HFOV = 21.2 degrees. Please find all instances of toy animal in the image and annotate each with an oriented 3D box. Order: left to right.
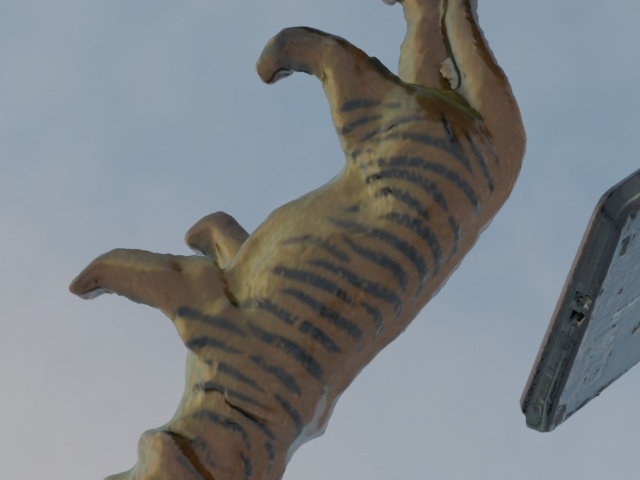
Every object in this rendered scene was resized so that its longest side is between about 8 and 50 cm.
[{"bbox_3d":[0.000,0.000,0.559,0.241,0.099,0.057,-49,-23,4],"label":"toy animal"}]

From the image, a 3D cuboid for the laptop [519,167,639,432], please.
[{"bbox_3d":[0.185,0.001,0.878,0.207,0.026,0.154,-30,-32,-41],"label":"laptop"}]
